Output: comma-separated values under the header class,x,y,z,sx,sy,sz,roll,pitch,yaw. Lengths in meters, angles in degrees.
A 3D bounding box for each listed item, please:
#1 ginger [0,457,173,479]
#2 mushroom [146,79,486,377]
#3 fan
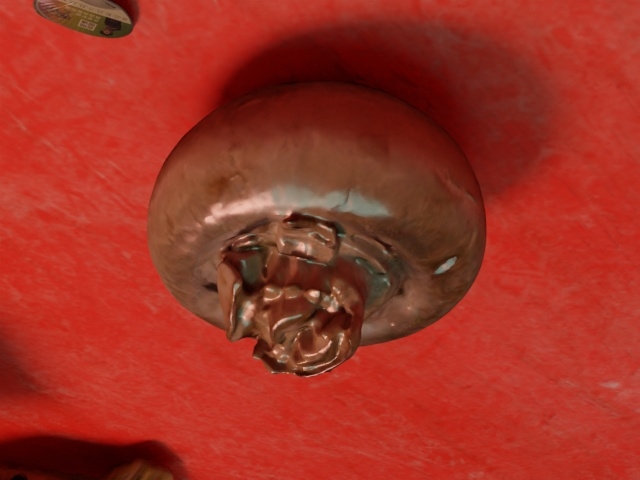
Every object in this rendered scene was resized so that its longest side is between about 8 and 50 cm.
class,x,y,z,sx,sy,sz,roll,pitch,yaw
ginger,-0.336,0.408,1.360,0.413,0.211,0.358,-16,105,8
mushroom,0.000,0.000,0.764,0.226,0.178,0.226,-3,140,-2
fan,-0.134,-0.139,0.702,0.080,0.003,0.060,-7,157,38
